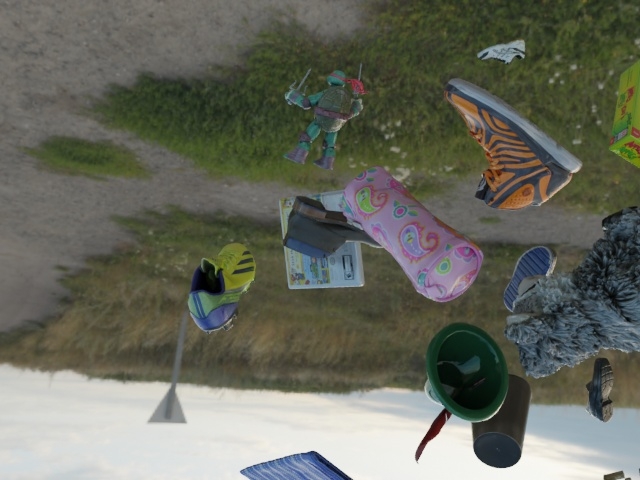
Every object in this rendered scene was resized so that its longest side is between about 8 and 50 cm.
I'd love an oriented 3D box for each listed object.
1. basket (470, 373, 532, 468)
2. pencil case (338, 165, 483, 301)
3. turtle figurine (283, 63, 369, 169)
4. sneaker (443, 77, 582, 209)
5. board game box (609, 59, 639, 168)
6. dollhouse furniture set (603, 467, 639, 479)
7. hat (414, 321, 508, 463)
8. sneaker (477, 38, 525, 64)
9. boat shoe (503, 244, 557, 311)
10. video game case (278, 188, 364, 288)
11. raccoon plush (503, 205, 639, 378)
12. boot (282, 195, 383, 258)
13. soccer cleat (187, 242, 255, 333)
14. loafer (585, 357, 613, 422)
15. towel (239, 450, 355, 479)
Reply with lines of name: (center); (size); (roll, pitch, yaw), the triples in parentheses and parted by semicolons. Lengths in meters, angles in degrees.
basket: (0.507, 0.520, 1.586); (0.204, 0.154, 0.227); (-41, -175, 31)
pencil case: (0.144, -0.018, 0.949); (0.124, 0.124, 0.284); (16, -158, -41)
turtle figurine: (0.010, -0.273, 1.169); (0.175, 0.234, 0.118); (14, -166, -16)
sneaker: (0.342, -0.169, 1.094); (0.321, 0.124, 0.180); (33, 114, -9)
board game box: (0.527, -0.199, 0.893); (0.092, 0.181, 0.043); (29, 151, -7)
dollhouse furniture set: (0.909, 0.728, 1.580); (0.151, 0.123, 0.144); (-26, 161, 22)
hat: (0.227, 0.277, 1.061); (0.173, 0.208, 0.183); (46, 146, 3)
sneaker: (0.315, -0.322, 0.962); (0.083, 0.037, 0.032); (-13, -169, 3)
boat shoe: (0.431, 0.070, 1.117); (0.066, 0.066, 0.183); (-13, 144, -22)
video game case: (0.000, 0.000, 1.331); (0.206, 0.227, 0.026); (-5, -177, 32)
raccoon plush: (0.479, 0.119, 0.808); (0.216, 0.299, 0.446); (53, 170, -17)
boot: (0.029, -0.006, 1.150); (0.219, 0.106, 0.082); (22, -163, -13)
soccer cleat: (-0.200, 0.067, 1.140); (0.093, 0.289, 0.121); (-14, 118, 12)
loafer: (0.717, 0.383, 1.441); (0.062, 0.170, 0.061); (-4, -173, -30)
towel: (-0.042, 0.667, 1.498); (0.243, 0.040, 0.336); (43, 133, -16)
